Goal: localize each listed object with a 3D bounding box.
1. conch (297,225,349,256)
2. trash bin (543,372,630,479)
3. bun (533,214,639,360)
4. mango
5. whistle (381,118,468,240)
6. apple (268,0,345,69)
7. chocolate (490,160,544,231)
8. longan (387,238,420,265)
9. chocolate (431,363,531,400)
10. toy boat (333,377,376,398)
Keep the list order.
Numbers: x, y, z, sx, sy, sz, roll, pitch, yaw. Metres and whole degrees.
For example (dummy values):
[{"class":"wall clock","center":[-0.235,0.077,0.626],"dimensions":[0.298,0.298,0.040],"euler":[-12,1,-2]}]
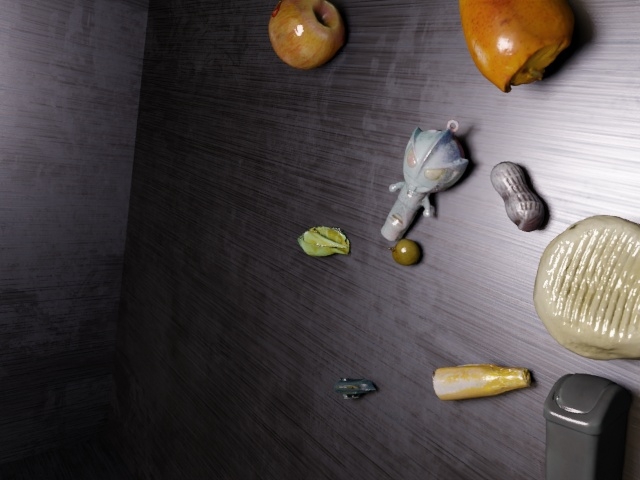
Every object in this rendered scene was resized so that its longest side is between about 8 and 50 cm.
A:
[{"class":"conch","center":[0.000,0.002,1.487],"dimensions":[0.201,0.080,0.094],"euler":[-4,75,30]},{"class":"trash bin","center":[0.486,0.366,0.900],"dimensions":[0.101,0.177,0.236],"euler":[5,99,47]},{"class":"bun","center":[0.514,0.094,0.877],"dimensions":[0.260,0.160,0.258],"euler":[-4,83,32]},{"class":"mango","center":[0.384,-0.468,0.992],"dimensions":[0.201,0.199,0.349],"euler":[-15,64,18]},{"class":"whistle","center":[0.244,-0.140,1.193],"dimensions":[0.142,0.133,0.346],"euler":[25,128,1]},{"class":"apple","center":[-0.041,-0.604,1.419],"dimensions":[0.188,0.211,0.210],"euler":[-20,76,47]},{"class":"chocolate","center":[0.415,-0.094,1.038],"dimensions":[0.072,0.072,0.166],"euler":[-41,60,40]},{"class":"longan","center":[0.212,0.028,1.254],"dimensions":[0.075,0.084,0.075],"euler":[-165,90,-83]},{"class":"chocolate","center":[0.364,0.317,1.107],"dimensions":[0.219,0.086,0.085],"euler":[-19,77,42]},{"class":"toy boat","center":[0.104,0.420,1.399],"dimensions":[0.141,0.055,0.060],"euler":[-18,70,46]}]
